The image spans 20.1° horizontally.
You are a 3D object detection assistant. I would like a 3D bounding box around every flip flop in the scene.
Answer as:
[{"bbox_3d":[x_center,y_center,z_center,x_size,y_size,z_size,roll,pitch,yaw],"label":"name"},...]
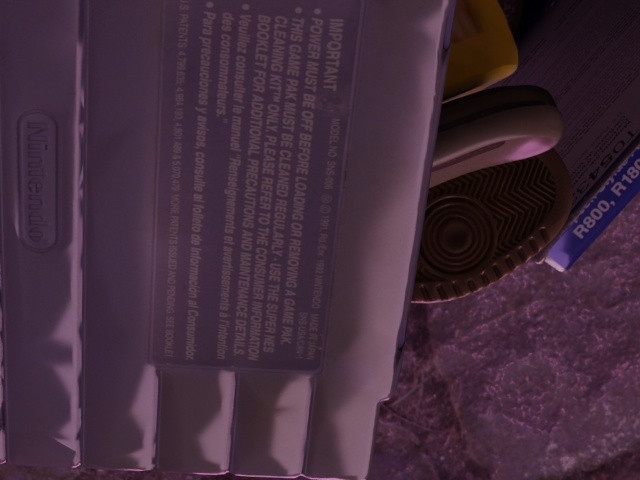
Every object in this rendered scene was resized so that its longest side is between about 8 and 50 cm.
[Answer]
[{"bbox_3d":[0.000,0.000,0.934,0.277,0.080,0.112,-21,177,2],"label":"flip flop"}]

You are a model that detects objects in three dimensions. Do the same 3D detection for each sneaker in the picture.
[{"bbox_3d":[0.007,0.010,1.080,0.282,0.099,0.153,-22,179,-1],"label":"sneaker"}]

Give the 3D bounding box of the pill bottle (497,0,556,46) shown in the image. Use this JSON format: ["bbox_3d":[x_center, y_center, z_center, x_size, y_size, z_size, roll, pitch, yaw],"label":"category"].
[{"bbox_3d":[0.102,-0.200,1.366,0.264,0.153,0.153,-22,178,-41],"label":"pill bottle"}]

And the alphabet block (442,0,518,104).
[{"bbox_3d":[-0.044,-0.128,1.007,0.192,0.193,0.197,-24,179,-35],"label":"alphabet block"}]

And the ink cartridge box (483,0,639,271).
[{"bbox_3d":[0.232,-0.135,1.178,0.324,0.071,0.330,-49,-163,10],"label":"ink cartridge box"}]

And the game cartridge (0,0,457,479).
[{"bbox_3d":[-0.064,-0.037,0.813,0.230,0.355,0.068,1,-142,-8],"label":"game cartridge"}]
